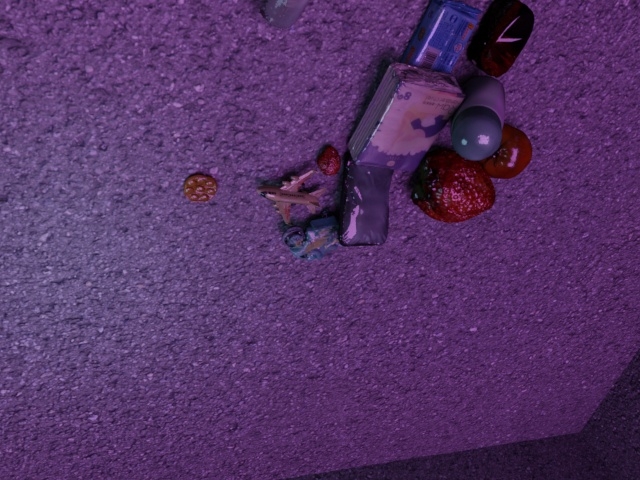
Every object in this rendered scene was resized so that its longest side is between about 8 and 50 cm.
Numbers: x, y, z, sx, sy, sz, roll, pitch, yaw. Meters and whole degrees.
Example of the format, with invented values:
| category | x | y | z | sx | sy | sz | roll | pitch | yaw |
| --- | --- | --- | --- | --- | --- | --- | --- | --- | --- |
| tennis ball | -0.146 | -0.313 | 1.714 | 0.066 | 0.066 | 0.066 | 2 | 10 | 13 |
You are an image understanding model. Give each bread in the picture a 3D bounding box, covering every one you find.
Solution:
| category | x | y | z | sx | sy | sz | roll | pitch | yaw |
| --- | --- | --- | --- | --- | --- | --- | --- | --- | --- |
| bread | -0.385 | -0.167 | 1.802 | 0.110 | 0.024 | 0.110 | -10 | 129 | -12 |

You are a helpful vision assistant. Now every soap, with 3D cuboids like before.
| category | x | y | z | sx | sy | sz | roll | pitch | yaw |
| --- | --- | --- | --- | --- | --- | --- | --- | --- | --- |
| soap | 0.355 | -0.593 | 1.718 | 0.156 | 0.077 | 0.293 | 11 | 122 | -28 |

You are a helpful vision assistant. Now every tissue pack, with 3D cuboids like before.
| category | x | y | z | sx | sy | sz | roll | pitch | yaw |
| --- | --- | --- | --- | --- | --- | --- | --- | --- | --- |
| tissue pack | 0.264 | -0.377 | 1.764 | 0.243 | 0.125 | 0.343 | 4 | 141 | -24 |

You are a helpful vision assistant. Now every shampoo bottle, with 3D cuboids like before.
| category | x | y | z | sx | sy | sz | roll | pitch | yaw |
| --- | --- | --- | --- | --- | --- | --- | --- | --- | --- |
| shampoo bottle | 0.487 | -0.371 | 1.746 | 0.151 | 0.349 | 0.221 | 26 | 128 | -3 |

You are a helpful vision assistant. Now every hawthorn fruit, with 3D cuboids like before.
| category | x | y | z | sx | sy | sz | roll | pitch | yaw |
| --- | --- | --- | --- | --- | --- | --- | --- | --- | --- |
| hawthorn fruit | 0.661 | -0.312 | 1.994 | 0.226 | 0.196 | 0.196 | -5 | 131 | -47 |

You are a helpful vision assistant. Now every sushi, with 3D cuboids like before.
| category | x | y | z | sx | sy | sz | roll | pitch | yaw |
| --- | --- | --- | --- | --- | --- | --- | --- | --- | --- |
| sushi | 0.559 | -0.631 | 1.739 | 0.136 | 0.126 | 0.225 | 9 | 128 | -27 |

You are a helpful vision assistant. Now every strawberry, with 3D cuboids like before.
| category | x | y | z | sx | sy | sz | roll | pitch | yaw |
| --- | --- | --- | --- | --- | --- | --- | --- | --- | --- |
| strawberry | 0.475 | -0.185 | 1.963 | 0.289 | 0.250 | 0.238 | 13 | 84 | -4 |
| strawberry | 0.028 | -0.264 | 1.848 | 0.083 | 0.083 | 0.096 | -8 | 118 | -14 |

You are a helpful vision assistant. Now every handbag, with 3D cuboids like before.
| category | x | y | z | sx | sy | sz | roll | pitch | yaw |
| --- | --- | --- | --- | --- | --- | --- | --- | --- | --- |
| handbag | 0.157 | -0.139 | 1.929 | 0.192 | 0.075 | 0.332 | -1 | 103 | -25 |

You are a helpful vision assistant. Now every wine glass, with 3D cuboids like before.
| category | x | y | z | sx | sy | sz | roll | pitch | yaw |
| --- | --- | --- | --- | --- | --- | --- | --- | --- | --- |
| wine glass | -0.055 | -0.683 | 1.397 | 0.144 | 0.143 | 0.321 | 7 | 146 | -25 |

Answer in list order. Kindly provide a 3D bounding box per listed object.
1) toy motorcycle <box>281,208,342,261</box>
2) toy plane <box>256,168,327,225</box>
| category | x | y | z | sx | sy | sz | roll | pitch | yaw |
| --- | --- | --- | --- | --- | --- | --- | --- | --- | --- |
| toy motorcycle | 0.002 | 0.000 | 2.016 | 0.297 | 0.109 | 0.198 | -15 | 141 | -18 |
| toy plane | -0.102 | -0.152 | 1.874 | 0.244 | 0.092 | 0.229 | 11 | 123 | -27 |
